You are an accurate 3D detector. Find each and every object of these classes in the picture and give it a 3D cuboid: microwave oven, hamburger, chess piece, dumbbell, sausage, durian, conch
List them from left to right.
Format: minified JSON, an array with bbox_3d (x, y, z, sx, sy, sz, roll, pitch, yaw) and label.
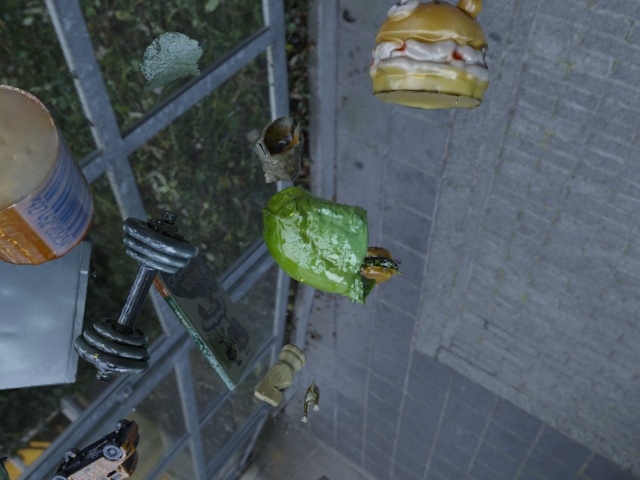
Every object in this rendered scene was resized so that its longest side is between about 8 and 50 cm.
[{"bbox_3d":[-0.526,-0.100,1.125,0.233,0.233,0.287,40,163,6],"label":"sausage"},{"bbox_3d":[-0.811,0.150,1.743,0.236,0.374,0.432,38,120,51],"label":"microwave oven"},{"bbox_3d":[-0.410,0.123,1.477,0.179,0.406,0.179,23,180,0],"label":"dumbbell"},{"bbox_3d":[-0.128,0.429,2.084,0.090,0.200,0.090,19,136,20],"label":"chess piece"},{"bbox_3d":[-0.104,-0.246,1.767,0.130,0.207,0.155,19,162,26],"label":"conch"},{"bbox_3d":[0.000,0.000,1.640,0.340,0.204,0.256,17,121,-12],"label":"durian"},{"bbox_3d":[0.146,0.073,1.976,0.164,0.093,0.189,16,154,-39],"label":"hamburger"},{"bbox_3d":[0.242,-0.408,1.429,0.276,0.276,0.236,12,98,43],"label":"hamburger"}]

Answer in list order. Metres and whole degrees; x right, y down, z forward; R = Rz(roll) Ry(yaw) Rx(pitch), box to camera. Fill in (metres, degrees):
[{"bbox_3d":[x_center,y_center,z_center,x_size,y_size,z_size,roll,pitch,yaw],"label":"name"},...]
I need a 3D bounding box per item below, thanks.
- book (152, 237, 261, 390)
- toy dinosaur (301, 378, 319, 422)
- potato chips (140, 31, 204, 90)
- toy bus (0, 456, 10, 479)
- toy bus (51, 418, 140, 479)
[{"bbox_3d":[-0.290,0.176,1.679,0.043,0.260,0.371,-33,96,14],"label":"book"},{"bbox_3d":[-0.018,0.362,1.607,0.039,0.126,0.162,7,117,-1],"label":"toy dinosaur"},{"bbox_3d":[-0.420,-0.486,1.850,0.228,0.167,0.059,119,142,-56],"label":"potato chips"},{"bbox_3d":[-0.541,0.283,0.903,0.276,0.134,0.165,59,166,-5],"label":"toy bus"},{"bbox_3d":[-0.419,0.427,1.265,0.194,0.083,0.088,-31,108,13],"label":"toy bus"}]
